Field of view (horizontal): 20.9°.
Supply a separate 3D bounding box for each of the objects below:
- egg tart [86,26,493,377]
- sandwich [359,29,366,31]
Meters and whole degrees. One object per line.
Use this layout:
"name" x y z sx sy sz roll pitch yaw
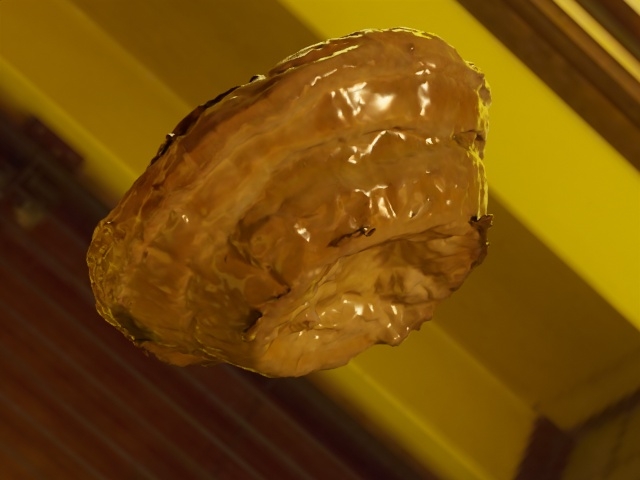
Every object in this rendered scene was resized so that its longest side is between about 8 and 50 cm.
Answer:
"egg tart" 0.000 0.000 1.057 0.290 0.115 0.290 -25 -28 -14
"sandwich" 0.009 -0.111 1.289 0.116 0.074 0.074 31 -117 -75
